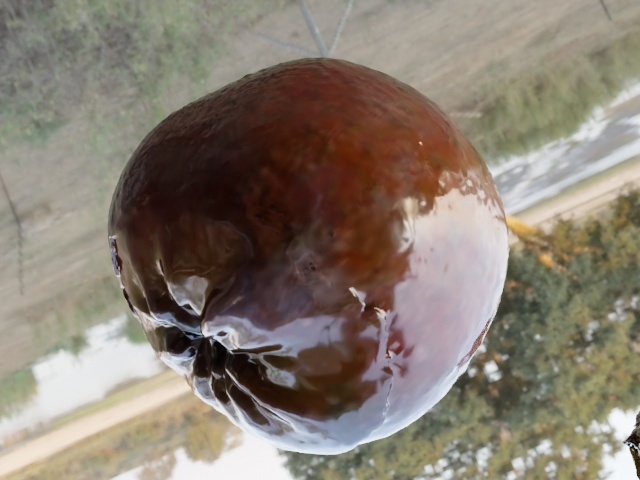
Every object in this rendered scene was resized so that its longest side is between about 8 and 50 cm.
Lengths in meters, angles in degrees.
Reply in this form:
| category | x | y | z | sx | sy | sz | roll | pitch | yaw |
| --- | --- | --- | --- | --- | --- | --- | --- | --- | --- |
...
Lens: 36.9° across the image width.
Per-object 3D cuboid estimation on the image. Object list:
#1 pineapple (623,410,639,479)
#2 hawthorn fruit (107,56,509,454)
| category | x | y | z | sx | sy | sz | roll | pitch | yaw |
| --- | --- | --- | --- | --- | --- | --- | --- | --- | --- |
| pineapple | 0.414 | 0.217 | 1.006 | 0.236 | 0.186 | 0.114 | 35 | 131 | -27 |
| hawthorn fruit | 0.000 | 0.000 | 0.427 | 0.173 | 0.172 | 0.173 | -23 | 172 | -3 |
